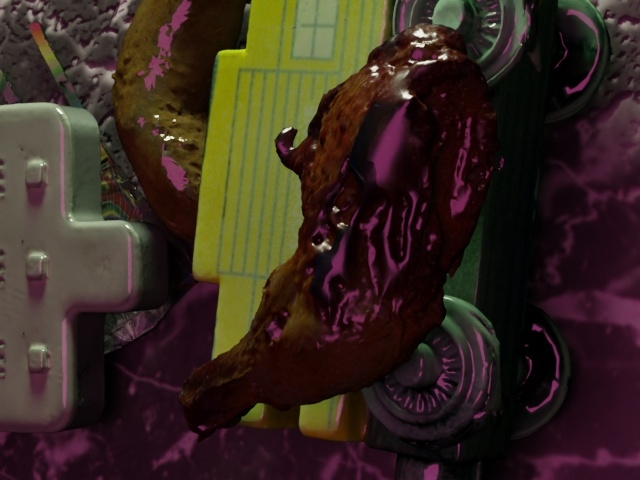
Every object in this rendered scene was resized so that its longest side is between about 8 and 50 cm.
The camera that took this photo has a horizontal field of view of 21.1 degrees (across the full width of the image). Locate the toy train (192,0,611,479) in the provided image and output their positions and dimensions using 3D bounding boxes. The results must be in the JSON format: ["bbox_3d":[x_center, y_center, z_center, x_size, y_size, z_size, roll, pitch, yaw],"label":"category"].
[{"bbox_3d":[0.048,-0.035,1.233,0.272,0.179,0.442,5,88,32],"label":"toy train"}]

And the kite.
[{"bbox_3d":[-0.211,-0.042,1.439,0.152,0.015,0.285,-31,75,17],"label":"kite"}]

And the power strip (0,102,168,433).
[{"bbox_3d":[-0.209,0.022,1.381,0.194,0.059,0.264,-2,89,34],"label":"power strip"}]

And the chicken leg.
[{"bbox_3d":[0.007,0.007,1.116,0.177,0.083,0.322,28,101,47],"label":"chicken leg"}]

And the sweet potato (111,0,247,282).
[{"bbox_3d":[-0.106,-0.122,1.350,0.124,0.098,0.310,7,93,31],"label":"sweet potato"}]
